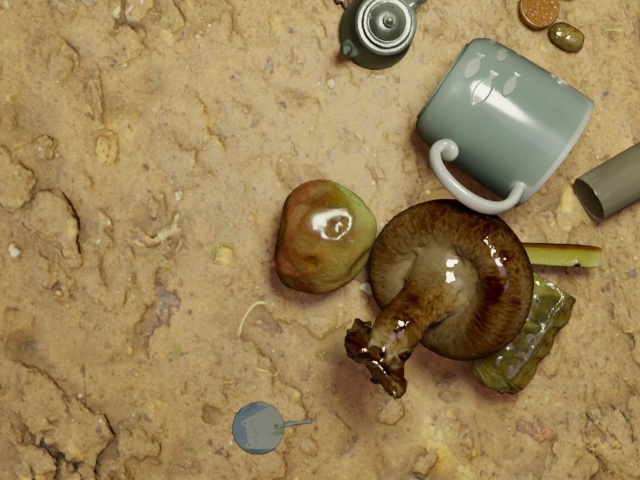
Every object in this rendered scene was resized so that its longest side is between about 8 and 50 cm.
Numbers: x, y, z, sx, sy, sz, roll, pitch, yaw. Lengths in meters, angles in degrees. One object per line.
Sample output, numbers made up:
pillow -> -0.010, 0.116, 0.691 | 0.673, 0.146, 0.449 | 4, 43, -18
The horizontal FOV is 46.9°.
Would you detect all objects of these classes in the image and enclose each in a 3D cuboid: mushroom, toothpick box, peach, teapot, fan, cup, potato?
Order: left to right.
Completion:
fan -> -0.102, 0.400, 1.590 | 0.175, 0.005, 0.113 | -8, 90, -1
peach -> 0.000, 0.000, 1.497 | 0.214, 0.214, 0.235 | 29, 96, -2
teapot -> 0.137, -0.450, 1.522 | 0.239, 0.149, 0.162 | -34, 98, -2
mushroom -> 0.214, 0.082, 1.452 | 0.356, 0.331, 0.334 | 3, 124, -36
cup -> 0.330, -0.212, 1.462 | 0.274, 0.259, 0.357 | 35, 58, 2
potato -> 0.535, -0.442, 1.604 | 0.083, 0.040, 0.051 | 32, 98, -1
toothpick box -> 0.649, -0.131, 1.573 | 0.180, 0.111, 0.111 | -29, 91, -1

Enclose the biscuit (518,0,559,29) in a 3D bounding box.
biscuit -> 0.492, -0.578, 1.605 | 0.165, 0.036, 0.250 | 14, 86, -2

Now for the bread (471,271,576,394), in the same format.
bread -> 0.420, 0.198, 1.555 | 0.152, 0.130, 0.268 | 32, 89, -12

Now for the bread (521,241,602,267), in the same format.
bread -> 0.477, 0.029, 1.578 | 0.226, 0.088, 0.049 | 3, 93, -2

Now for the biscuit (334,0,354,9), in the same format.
biscuit -> 0.090, -0.543, 1.594 | 0.130, 0.019, 0.119 | -21, 91, -3
